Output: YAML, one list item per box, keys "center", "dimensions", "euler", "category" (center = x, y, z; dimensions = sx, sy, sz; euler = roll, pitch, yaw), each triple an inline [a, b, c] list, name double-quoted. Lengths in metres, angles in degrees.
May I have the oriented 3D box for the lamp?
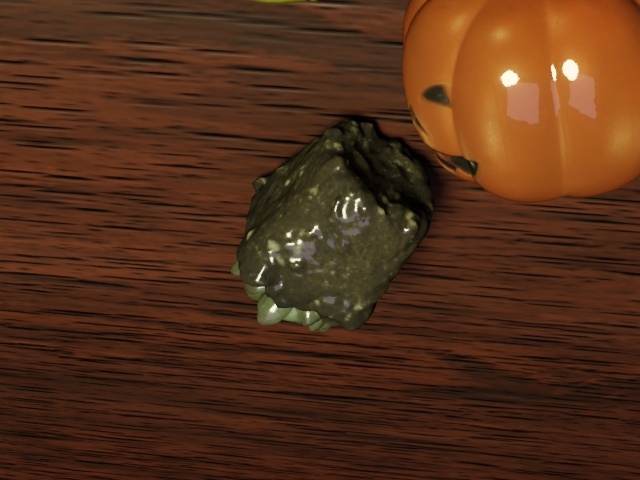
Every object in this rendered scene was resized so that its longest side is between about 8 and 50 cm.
- center: [0.141, -0.122, 0.571]
  dimensions: [0.188, 0.187, 0.164]
  euler: [-6, 134, 15]
  category: "lamp"

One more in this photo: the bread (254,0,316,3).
- center: [-0.155, -0.229, 0.536]
  dimensions: [0.383, 0.112, 0.166]
  euler: [1, 156, -4]
  category: "bread"

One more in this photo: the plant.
- center: [0.000, 0.000, 0.765]
  dimensions: [0.129, 0.132, 0.194]
  euler: [28, 130, -16]
  category: "plant"
